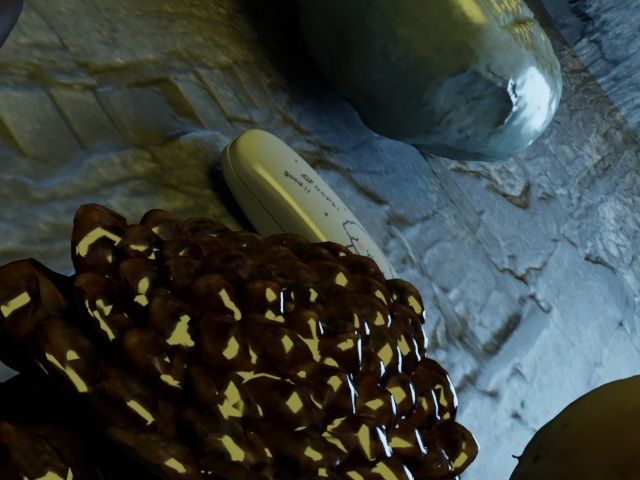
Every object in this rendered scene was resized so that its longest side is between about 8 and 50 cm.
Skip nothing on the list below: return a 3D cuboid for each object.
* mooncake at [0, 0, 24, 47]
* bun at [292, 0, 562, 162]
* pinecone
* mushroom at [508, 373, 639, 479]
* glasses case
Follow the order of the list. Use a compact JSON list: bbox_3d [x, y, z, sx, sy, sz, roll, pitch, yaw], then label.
[{"bbox_3d":[-0.269,-0.179,0.412,0.326,0.174,0.334,50,16,-28],"label":"mooncake"},{"bbox_3d":[0.085,-0.221,1.036,0.354,0.194,0.354,41,25,-24],"label":"bun"},{"bbox_3d":[-0.048,0.097,0.416,0.221,0.221,0.221,39,29,-26],"label":"pinecone"},{"bbox_3d":[0.235,0.214,0.731,0.292,0.292,0.290,46,-5,-13],"label":"mushroom"},{"bbox_3d":[0.000,0.000,0.781,0.197,0.049,0.076,50,25,-4],"label":"glasses case"}]
